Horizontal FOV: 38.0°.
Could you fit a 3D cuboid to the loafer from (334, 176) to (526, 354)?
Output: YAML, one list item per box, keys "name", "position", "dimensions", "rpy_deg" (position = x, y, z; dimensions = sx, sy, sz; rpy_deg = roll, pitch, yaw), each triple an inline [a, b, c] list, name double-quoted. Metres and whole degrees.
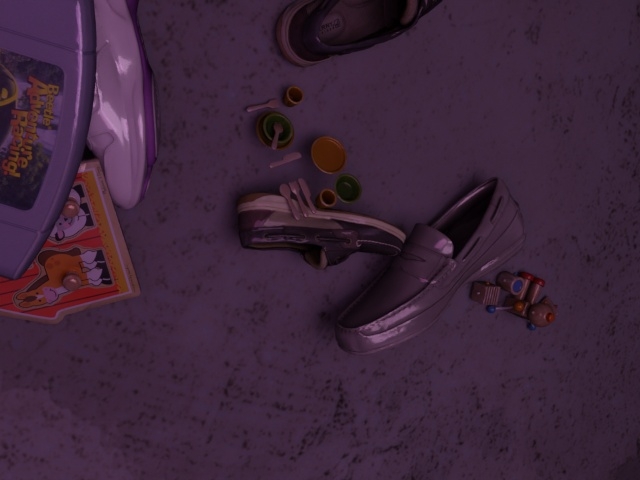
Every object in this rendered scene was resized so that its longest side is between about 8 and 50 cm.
- name: "loafer"
  position: [0.138, 0.030, 1.206]
  dimensions: [0.319, 0.112, 0.111]
  rpy_deg: [-37, 121, -27]

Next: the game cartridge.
- name: "game cartridge"
  position: [-0.316, -0.117, 0.860]
  dimensions: [0.196, 0.060, 0.294]
  rpy_deg: [15, 104, -6]

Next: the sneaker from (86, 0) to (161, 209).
- name: "sneaker"
  position: [-0.246, -0.175, 0.940]
  dimensions: [0.152, 0.114, 0.305]
  rpy_deg: [-9, 113, -4]

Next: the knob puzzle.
- name: "knob puzzle"
  position: [-0.299, 0.014, 0.950]
  dimensions: [0.213, 0.030, 0.213]
  rpy_deg: [-7, 124, -10]

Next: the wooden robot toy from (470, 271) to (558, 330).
- name: "wooden robot toy"
  position: [0.304, 0.090, 1.336]
  dimensions: [0.173, 0.079, 0.076]
  rpy_deg: [22, 92, -34]

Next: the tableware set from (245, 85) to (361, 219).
- name: "tableware set"
  position: [-0.014, -0.106, 1.086]
  dimensions: [0.104, 0.024, 0.154]
  rpy_deg: [-21, 85, -30]

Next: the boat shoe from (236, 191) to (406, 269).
- name: "boat shoe"
  position: [0.000, 0.000, 1.122]
  dimensions: [0.224, 0.080, 0.073]
  rpy_deg: [13, 74, -27]

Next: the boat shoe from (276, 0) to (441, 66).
- name: "boat shoe"
  position: [0.083, -0.286, 1.090]
  dimensions: [0.285, 0.092, 0.102]
  rpy_deg: [-31, 117, -20]
